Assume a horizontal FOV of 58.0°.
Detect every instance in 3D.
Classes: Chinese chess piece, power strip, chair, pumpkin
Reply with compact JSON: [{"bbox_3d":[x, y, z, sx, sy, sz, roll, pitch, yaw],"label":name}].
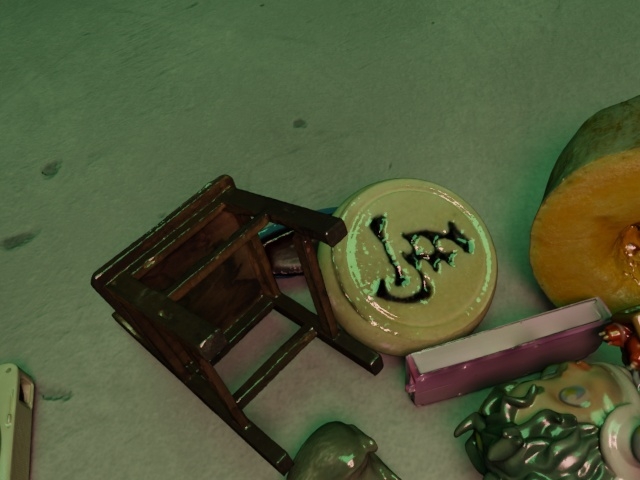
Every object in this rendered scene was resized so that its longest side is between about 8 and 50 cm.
[{"bbox_3d":[0.119,0.035,0.798,0.250,0.101,0.250,3,70,-7],"label":"Chinese chess piece"},{"bbox_3d":[0.235,0.145,0.736,0.279,0.109,0.037,-16,53,-4],"label":"power strip"},{"bbox_3d":[-0.151,0.054,0.726,0.416,0.240,0.203,25,59,41],"label":"chair"},{"bbox_3d":[0.451,-0.032,0.726,0.332,0.332,0.199,17,45,20],"label":"pumpkin"}]

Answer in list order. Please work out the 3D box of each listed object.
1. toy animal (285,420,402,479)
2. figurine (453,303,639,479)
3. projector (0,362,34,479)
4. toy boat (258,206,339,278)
[{"bbox_3d":[-0.016,0.318,0.655,0.236,0.108,0.138,-47,29,-10],"label":"toy animal"},{"bbox_3d":[0.333,0.181,0.621,0.382,0.261,0.186,-26,75,0],"label":"figurine"},{"bbox_3d":[-0.514,0.307,0.741,0.259,0.079,0.257,-16,52,-2],"label":"projector"},{"bbox_3d":[0.000,0.000,0.908,0.223,0.100,0.097,-13,15,-9],"label":"toy boat"}]
